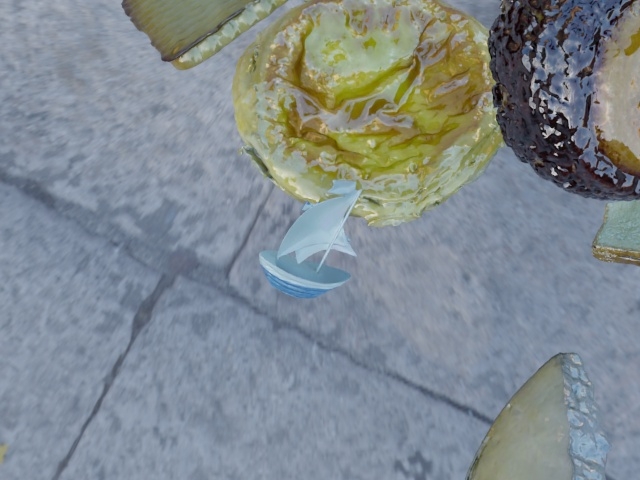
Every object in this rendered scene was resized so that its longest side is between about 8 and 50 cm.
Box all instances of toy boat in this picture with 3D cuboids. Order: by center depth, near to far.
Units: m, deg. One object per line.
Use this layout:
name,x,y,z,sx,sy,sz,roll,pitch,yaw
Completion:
toy boat,-0.011,0.004,1.383,0.105,0.034,0.149,-6,133,-14

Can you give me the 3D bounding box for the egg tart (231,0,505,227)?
egg tart,0.061,-0.148,1.512,0.341,0.341,0.132,0,145,-1

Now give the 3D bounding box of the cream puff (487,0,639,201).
cream puff,0.236,-0.151,1.052,0.239,0.165,0.239,-11,115,-26

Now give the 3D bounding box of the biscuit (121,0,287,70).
biscuit,-0.039,-0.235,1.063,0.254,0.172,0.029,-35,126,-1

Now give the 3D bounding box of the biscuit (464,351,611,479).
biscuit,0.133,0.216,0.819,0.038,0.290,0.141,28,131,-37

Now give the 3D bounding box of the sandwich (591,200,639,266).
sandwich,0.391,-0.010,1.618,0.105,0.036,0.093,13,60,26
